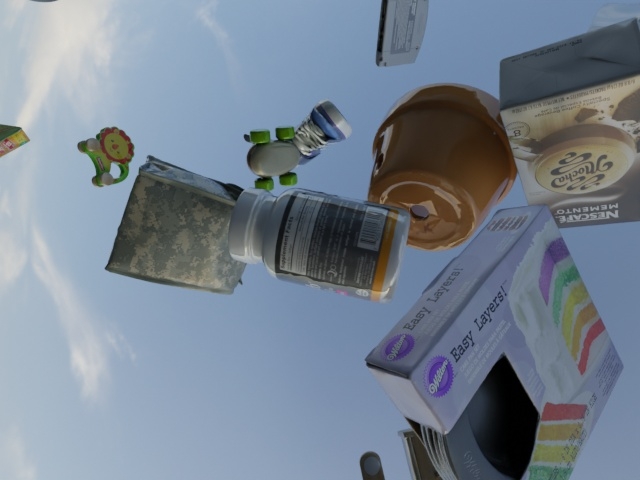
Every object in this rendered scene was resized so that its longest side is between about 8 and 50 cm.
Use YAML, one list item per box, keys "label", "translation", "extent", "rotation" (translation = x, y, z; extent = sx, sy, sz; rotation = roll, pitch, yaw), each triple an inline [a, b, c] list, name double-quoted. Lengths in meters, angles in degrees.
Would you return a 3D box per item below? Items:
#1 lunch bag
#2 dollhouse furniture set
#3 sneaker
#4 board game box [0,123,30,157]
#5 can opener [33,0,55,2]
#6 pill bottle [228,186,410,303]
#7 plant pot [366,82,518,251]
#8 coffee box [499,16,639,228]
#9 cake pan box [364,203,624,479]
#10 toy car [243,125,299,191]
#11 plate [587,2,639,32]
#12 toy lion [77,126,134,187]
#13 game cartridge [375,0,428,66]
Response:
- label: "lunch bag"
  translation: [-0.279, -0.023, 0.923]
  extent: [0.235, 0.287, 0.169]
  rotation: [-65, -159, 14]
- label: "dollhouse furniture set"
  translation: [0.240, 0.411, 0.705]
  extent: [0.355, 0.303, 0.173]
  rotation: [108, -28, -67]
- label: "sneaker"
  translation: [-0.044, -0.288, 1.236]
  extent: [0.236, 0.130, 0.323]
  rotation: [-40, -167, 2]
- label: "board game box"
  translation: [-0.619, -0.168, 0.758]
  extent: [0.259, 0.039, 0.124]
  rotation: [15, -130, 44]
- label: "can opener"
  translation: [-0.559, -0.450, 0.699]
  extent: [0.284, 0.076, 0.095]
  rotation: [-8, -98, -5]
- label: "pill bottle"
  translation: [0.000, 0.000, 0.704]
  extent: [0.279, 0.162, 0.162]
  rotation: [12, -87, 10]
- label: "plant pot"
  translation: [0.217, -0.118, 0.799]
  extent: [0.291, 0.291, 0.203]
  rotation: [-6, -139, 40]
- label: "coffee box"
  translation: [0.395, -0.150, 0.644]
  extent: [0.168, 0.297, 0.118]
  rotation: [-8, -127, 34]
- label: "cake pan box"
  translation: [0.197, 0.133, 0.438]
  extent: [0.245, 0.267, 0.070]
  rotation: [57, -27, -13]
- label: "toy car"
  translation: [-0.162, -0.234, 1.142]
  extent: [0.188, 0.149, 0.155]
  rotation: [25, -56, 47]
- label: "plate"
  translation: [0.562, -0.313, 0.828]
  extent: [0.045, 0.278, 0.277]
  rotation: [1, -62, 12]
- label: "toy lion"
  translation: [-0.380, -0.155, 0.762]
  extent: [0.034, 0.096, 0.100]
  rotation: [-5, -72, 32]
- label: "game cartridge"
  translation: [0.089, -0.235, 0.454]
  extent: [0.017, 0.056, 0.083]
  rotation: [-123, -153, -45]
